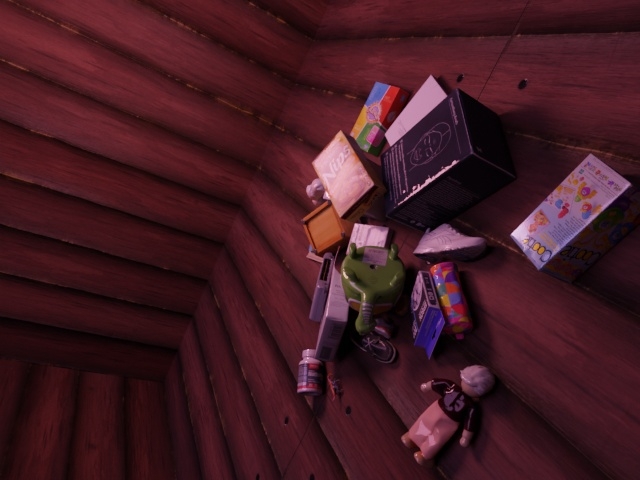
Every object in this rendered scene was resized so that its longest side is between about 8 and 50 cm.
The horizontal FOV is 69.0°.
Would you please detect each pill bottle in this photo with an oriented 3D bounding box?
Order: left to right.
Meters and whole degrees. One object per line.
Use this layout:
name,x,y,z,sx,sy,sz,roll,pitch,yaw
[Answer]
pill bottle,-0.042,0.568,2.003,0.108,0.108,0.180,-34,45,47

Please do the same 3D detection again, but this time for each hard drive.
hard drive,0.407,-0.512,1.962,0.318,0.040,0.210,-51,34,32

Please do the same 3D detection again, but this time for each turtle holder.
turtle holder,0.199,0.175,1.703,0.320,0.243,0.227,-116,20,-46

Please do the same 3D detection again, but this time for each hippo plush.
hippo plush,0.067,-0.304,2.219,0.294,0.234,0.236,-27,51,52

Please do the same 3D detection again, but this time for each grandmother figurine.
grandmother figurine,0.375,0.491,1.355,0.208,0.104,0.342,46,113,29

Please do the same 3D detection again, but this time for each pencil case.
pencil case,0.411,0.185,1.471,0.104,0.104,0.236,-41,40,42

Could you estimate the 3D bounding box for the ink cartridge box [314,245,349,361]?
ink cartridge box,0.065,0.262,1.946,0.308,0.091,0.385,102,-179,-46

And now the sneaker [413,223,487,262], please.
sneaker,0.428,0.001,1.550,0.297,0.111,0.129,-2,65,58

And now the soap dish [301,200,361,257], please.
soap dish,0.048,-0.065,2.148,0.291,0.118,0.229,-33,74,46

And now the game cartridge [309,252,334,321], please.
game cartridge,0.006,0.204,2.001,0.297,0.062,0.198,-74,1,-63

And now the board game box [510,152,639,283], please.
board game box,0.647,-0.048,1.158,0.275,0.142,0.144,-53,33,28

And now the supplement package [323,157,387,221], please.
supplement package,0.175,-0.217,1.927,0.145,0.262,0.204,17,88,47

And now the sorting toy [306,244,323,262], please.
sorting toy,0.000,0.000,2.351,0.193,0.038,0.208,15,86,61

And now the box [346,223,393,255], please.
box,0.204,0.009,1.945,0.186,0.038,0.145,9,80,46

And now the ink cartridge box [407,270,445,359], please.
ink cartridge box,0.335,0.242,1.505,0.208,0.045,0.206,-95,8,-47

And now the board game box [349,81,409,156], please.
board game box,0.268,-0.581,2.219,0.316,0.064,0.242,-63,30,13

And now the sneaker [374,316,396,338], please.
sneaker,0.233,0.317,1.757,0.065,0.061,0.158,-46,27,-12

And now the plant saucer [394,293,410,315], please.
plant saucer,0.297,0.235,1.719,0.083,0.015,0.083,-38,42,45

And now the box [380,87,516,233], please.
box,0.418,-0.260,1.611,0.395,0.212,0.293,-38,41,45

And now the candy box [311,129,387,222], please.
candy box,0.101,-0.243,1.754,0.183,0.087,0.316,-45,51,25

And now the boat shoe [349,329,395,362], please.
boat shoe,0.192,0.393,1.741,0.233,0.079,0.084,22,91,60

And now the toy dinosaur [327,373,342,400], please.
toy dinosaur,0.051,0.580,1.874,0.082,0.090,0.047,41,130,13
